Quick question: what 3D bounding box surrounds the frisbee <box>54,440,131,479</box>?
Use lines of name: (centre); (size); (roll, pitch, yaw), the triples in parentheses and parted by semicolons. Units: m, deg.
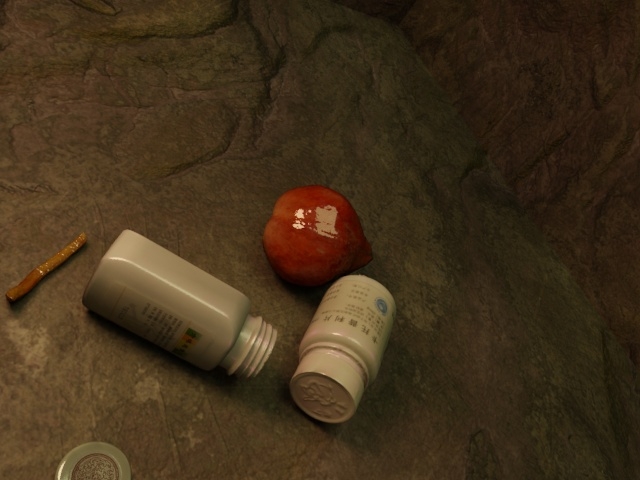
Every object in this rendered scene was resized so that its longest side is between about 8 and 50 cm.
frisbee: (-0.333, 0.351, 0.795); (0.110, 0.014, 0.110); (23, 42, -22)

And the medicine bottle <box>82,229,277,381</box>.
medicine bottle: (-0.238, 0.127, 0.951); (0.324, 0.179, 0.124); (32, 40, -10)

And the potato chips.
potato chips: (-0.478, 0.047, 0.946); (0.026, 0.037, 0.204); (45, 32, -11)

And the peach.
peach: (0.000, 0.000, 1.234); (0.256, 0.233, 0.232); (20, 40, 3)

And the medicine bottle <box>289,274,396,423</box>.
medicine bottle: (0.048, 0.217, 1.116); (0.170, 0.170, 0.293); (38, 40, -5)
